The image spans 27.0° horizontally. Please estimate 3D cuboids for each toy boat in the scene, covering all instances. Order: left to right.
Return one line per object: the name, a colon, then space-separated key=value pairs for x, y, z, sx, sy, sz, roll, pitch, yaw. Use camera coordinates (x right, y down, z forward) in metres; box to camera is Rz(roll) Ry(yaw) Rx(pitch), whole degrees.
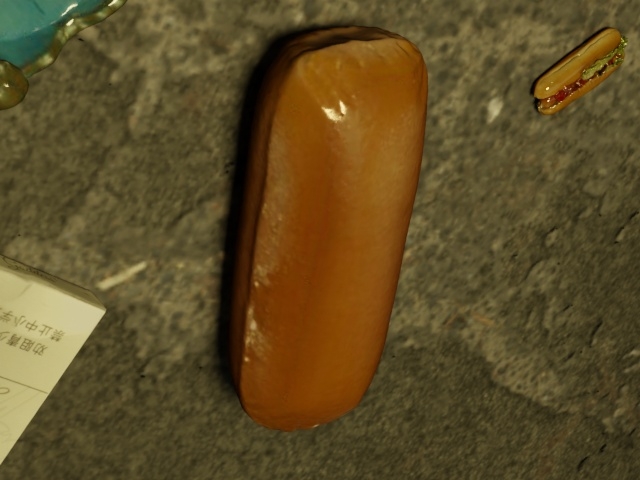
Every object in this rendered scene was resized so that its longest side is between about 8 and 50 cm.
toy boat: x=-0.108 y=-0.143 z=0.633 sx=0.185 sy=0.077 sz=0.075 roll=-44 pitch=138 yaw=-2

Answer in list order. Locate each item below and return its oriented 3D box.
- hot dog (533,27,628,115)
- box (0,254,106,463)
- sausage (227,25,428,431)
hot dog: x=0.183 y=-0.116 z=0.922 sx=0.083 sy=0.021 sz=0.037 roll=-38 pitch=138 yaw=-7
box: x=-0.220 y=0.097 z=0.762 sx=0.109 sy=0.029 sz=0.198 roll=28 pitch=100 yaw=-46
sausage: x=0.001 y=0.000 z=0.810 sx=0.105 sy=0.105 sz=0.274 roll=-13 pitch=128 yaw=-31
